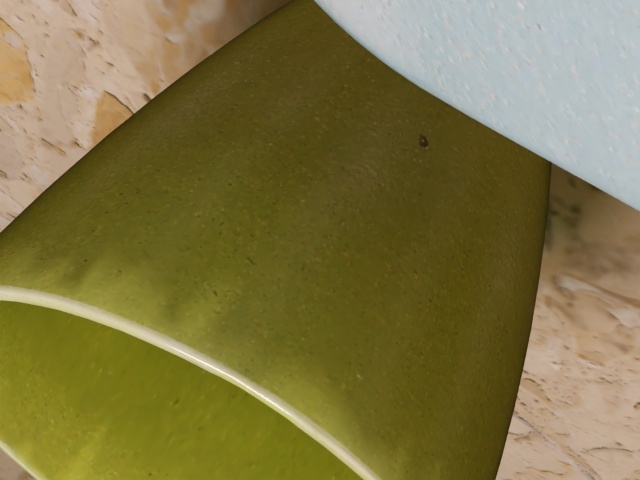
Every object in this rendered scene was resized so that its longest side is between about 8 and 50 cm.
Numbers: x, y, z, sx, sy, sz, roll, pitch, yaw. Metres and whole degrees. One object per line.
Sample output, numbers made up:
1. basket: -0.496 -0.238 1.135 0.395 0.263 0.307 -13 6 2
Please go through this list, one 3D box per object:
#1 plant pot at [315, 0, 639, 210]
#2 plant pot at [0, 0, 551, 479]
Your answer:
1. plant pot: 0.070 -0.193 0.436 0.252 0.248 0.247 25 153 38
2. plant pot: 0.000 0.000 0.723 0.274 0.293 0.275 22 150 14
